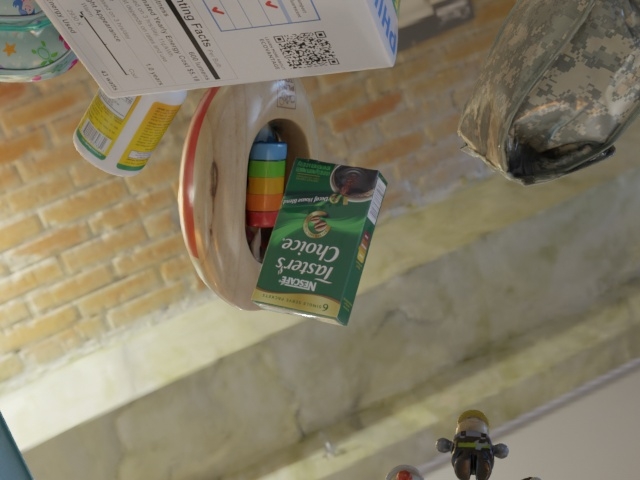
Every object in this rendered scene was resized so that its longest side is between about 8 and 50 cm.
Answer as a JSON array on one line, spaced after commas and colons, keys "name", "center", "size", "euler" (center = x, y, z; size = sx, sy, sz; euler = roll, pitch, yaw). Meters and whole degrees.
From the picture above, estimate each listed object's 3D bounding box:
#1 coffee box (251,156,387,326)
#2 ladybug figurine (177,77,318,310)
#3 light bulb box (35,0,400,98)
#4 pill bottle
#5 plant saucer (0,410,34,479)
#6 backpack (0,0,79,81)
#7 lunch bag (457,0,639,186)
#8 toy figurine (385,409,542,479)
[{"name": "coffee box", "center": [0.000, 0.000, 1.196], "size": [0.113, 0.040, 0.184], "euler": [12, -105, 23]}, {"name": "ladybug figurine", "center": [-0.134, -0.105, 1.808], "size": [0.162, 0.449, 0.305], "euler": [9, -174, 34]}, {"name": "light bulb box", "center": [-0.126, -0.355, 1.094], "size": [0.361, 0.358, 0.225], "euler": [-3, -121, 18]}, {"name": "pill bottle", "center": [-0.271, -0.207, 1.536], "size": [0.208, 0.117, 0.117], "euler": [-55, -171, 24]}, {"name": "plant saucer", "center": [-0.416, 0.259, 1.293], "size": [0.067, 0.192, 0.018], "euler": [-26, 179, -33]}, {"name": "backpack", "center": [-0.397, -0.331, 1.315], "size": [0.225, 0.253, 0.191], "euler": [3, -174, -10]}, {"name": "lunch bag", "center": [0.308, -0.204, 1.349], "size": [0.287, 0.169, 0.235], "euler": [-54, -164, 10]}, {"name": "toy figurine", "center": [0.212, 0.376, 1.477], "size": [0.209, 0.213, 0.148], "euler": [-45, -175, 16]}]
